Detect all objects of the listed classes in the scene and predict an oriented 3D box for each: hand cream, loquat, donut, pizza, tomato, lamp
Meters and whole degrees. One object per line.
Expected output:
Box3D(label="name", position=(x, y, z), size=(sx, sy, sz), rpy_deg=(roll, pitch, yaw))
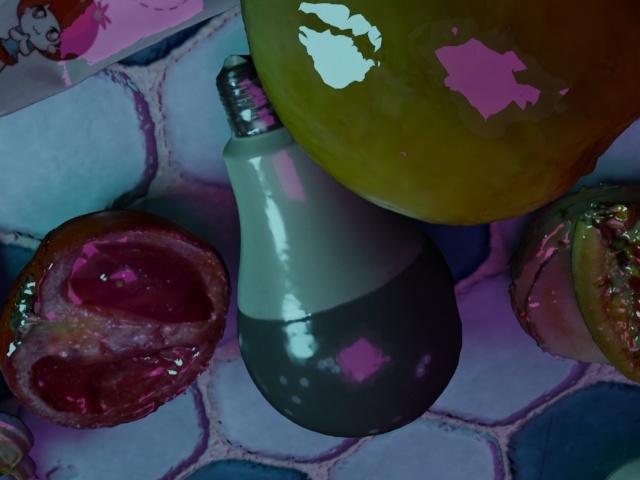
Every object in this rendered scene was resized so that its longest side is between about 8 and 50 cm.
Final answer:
Box3D(label="hand cream", position=(-0.203, -0.156, 1.193), size=(0.336, 0.076, 0.121), rpy_deg=(-27, 126, 2))
Box3D(label="loquat", position=(0.089, -0.151, 1.123), size=(0.276, 0.276, 0.284), rpy_deg=(-40, 118, 18))
Box3D(label="donut", position=(0.239, 0.025, 1.381), size=(0.174, 0.068, 0.175), rpy_deg=(-3, 126, -4))
Box3D(label="pizza", position=(0.302, 0.026, 1.312), size=(0.199, 0.062, 0.188), rpy_deg=(-23, 126, 7))
Box3D(label="tomato", position=(-0.168, 0.049, 1.310), size=(0.173, 0.099, 0.189), rpy_deg=(12, 117, -31))
Box3D(label="lamp", position=(0.007, 0.000, 1.297), size=(0.182, 0.182, 0.314), rpy_deg=(-15, 94, 2))

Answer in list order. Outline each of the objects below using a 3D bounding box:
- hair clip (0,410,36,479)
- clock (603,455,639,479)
Box3D(label="hair clip", position=(-0.303, 0.129, 1.354), size=(0.137, 0.090, 0.278), rpy_deg=(2, 125, 0))
Box3D(label="clock", position=(0.380, 0.362, 1.583), size=(0.325, 0.184, 0.342), rpy_deg=(10, 118, -10))
